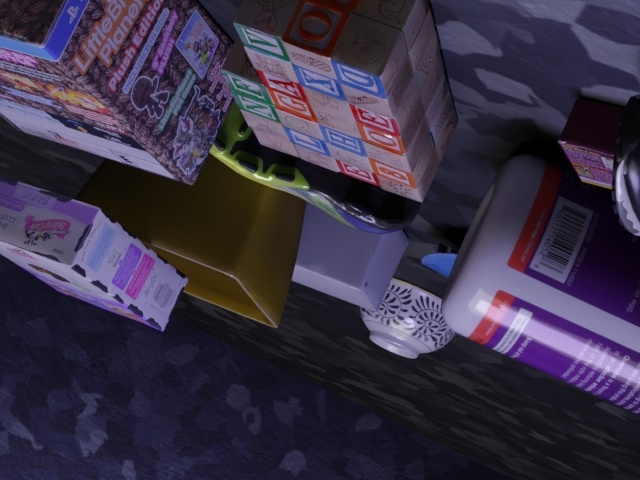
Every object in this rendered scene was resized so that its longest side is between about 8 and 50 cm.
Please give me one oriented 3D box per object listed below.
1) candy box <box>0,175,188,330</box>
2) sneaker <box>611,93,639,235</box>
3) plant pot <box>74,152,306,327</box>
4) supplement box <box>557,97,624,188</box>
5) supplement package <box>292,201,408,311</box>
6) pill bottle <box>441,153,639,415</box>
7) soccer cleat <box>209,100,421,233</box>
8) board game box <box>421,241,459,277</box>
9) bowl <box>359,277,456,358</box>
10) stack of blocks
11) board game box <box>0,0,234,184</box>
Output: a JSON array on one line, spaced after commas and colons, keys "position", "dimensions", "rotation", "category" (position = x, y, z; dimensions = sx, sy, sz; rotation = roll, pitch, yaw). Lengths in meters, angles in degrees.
[{"position": [-0.261, 0.012, 1.682], "dimensions": [0.165, 0.070, 0.196], "rotation": [18, 166, 30], "category": "candy box"}, {"position": [0.322, -0.029, 1.235], "dimensions": [0.124, 0.107, 0.283], "rotation": [3, 157, 33], "category": "sneaker"}, {"position": [-0.123, -0.046, 1.779], "dimensions": [0.212, 0.187, 0.212], "rotation": [21, 167, 17], "category": "plant pot"}, {"position": [0.237, -0.077, 1.303], "dimensions": [0.055, 0.043, 0.083], "rotation": [18, 167, 28], "category": "supplement box"}, {"position": [0.000, 0.000, 1.928], "dimensions": [0.179, 0.105, 0.105], "rotation": [21, 167, 20], "category": "supplement package"}, {"position": [0.286, 0.059, 1.455], "dimensions": [0.323, 0.181, 0.181], "rotation": [25, 168, 0], "category": "pill bottle"}, {"position": [-0.030, -0.088, 1.655], "dimensions": [0.289, 0.093, 0.121], "rotation": [28, 174, -12], "category": "soccer cleat"}, {"position": [0.205, 0.033, 1.851], "dimensions": [0.169, 0.033, 0.133], "rotation": [26, 163, -32], "category": "board game box"}, {"position": [0.119, 0.118, 2.250], "dimensions": [0.170, 0.080, 0.170], "rotation": [23, 167, 6], "category": "bowl"}, {"position": [0.011, -0.144, 1.346], "dimensions": [0.171, 0.087, 0.297], "rotation": [21, 167, 15], "category": "stack of blocks"}, {"position": [-0.243, -0.197, 1.484], "dimensions": [0.232, 0.141, 0.291], "rotation": [18, 166, 28], "category": "board game box"}]
